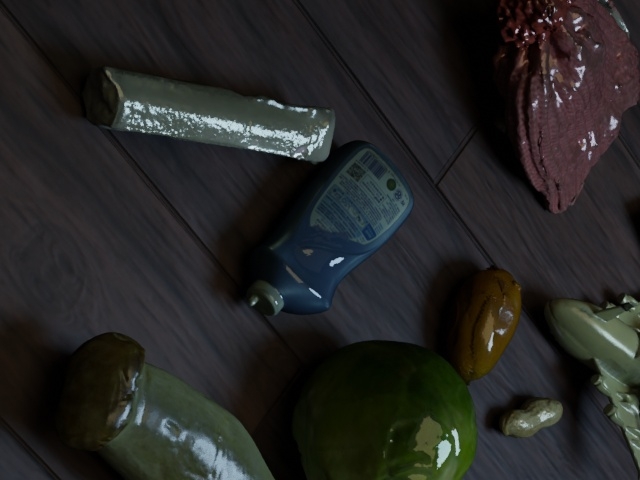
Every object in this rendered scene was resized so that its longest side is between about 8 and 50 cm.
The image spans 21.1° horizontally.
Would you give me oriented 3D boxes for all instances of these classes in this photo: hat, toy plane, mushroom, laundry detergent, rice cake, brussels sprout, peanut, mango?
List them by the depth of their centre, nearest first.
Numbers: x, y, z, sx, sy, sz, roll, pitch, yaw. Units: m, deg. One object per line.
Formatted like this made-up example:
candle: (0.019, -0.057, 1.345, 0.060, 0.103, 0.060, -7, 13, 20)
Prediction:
mushroom: (-0.100, 0.199, 1.485, 0.333, 0.087, 0.107, 42, 65, -33)
rice cake: (-0.096, -0.112, 1.532, 0.256, 0.052, 0.057, 7, 116, -39)
brussels sprout: (0.061, 0.180, 1.576, 0.162, 0.144, 0.180, 3, 82, -24)
laundry detergent: (0.001, 0.000, 1.598, 0.206, 0.061, 0.096, -48, 117, -32)
mango: (0.165, 0.083, 1.725, 0.077, 0.063, 0.127, 44, 60, -36)
peanut: (0.216, 0.184, 1.775, 0.083, 0.037, 0.037, -18, 97, -41)
hat: (0.243, -0.187, 1.782, 0.286, 0.107, 0.236, 52, 53, -52)
toy plane: (0.335, 0.132, 1.844, 0.256, 0.104, 0.242, 45, 45, -35)
